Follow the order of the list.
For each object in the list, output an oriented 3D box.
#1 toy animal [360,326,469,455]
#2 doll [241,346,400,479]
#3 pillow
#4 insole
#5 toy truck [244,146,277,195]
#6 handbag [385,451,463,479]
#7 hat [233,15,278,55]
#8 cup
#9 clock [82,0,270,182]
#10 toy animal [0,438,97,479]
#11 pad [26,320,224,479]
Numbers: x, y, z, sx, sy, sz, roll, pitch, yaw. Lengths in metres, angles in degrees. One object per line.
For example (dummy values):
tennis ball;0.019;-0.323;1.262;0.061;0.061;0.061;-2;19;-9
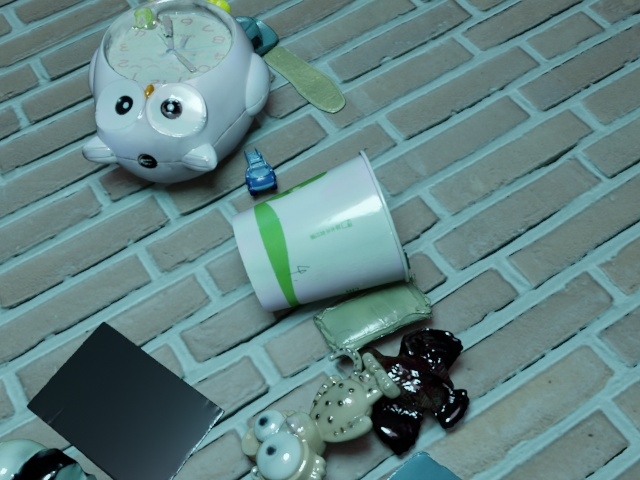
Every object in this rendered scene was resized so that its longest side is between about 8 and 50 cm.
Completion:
toy animal;0.147;0.244;1.232;0.179;0.116;0.218;19;78;48
doll;-0.003;0.292;1.166;0.278;0.119;0.154;-44;42;-8
pillow;0.097;0.131;1.299;0.208;0.053;0.119;-22;34;-9
insole;-0.035;-0.364;1.627;0.081;0.011;0.248;-40;65;-17
toy truck;-0.129;-0.142;1.482;0.063;0.074;0.136;-17;19;-8
handbag;0.123;0.430;1.091;0.221;0.057;0.144;-36;27;-17
hat;-0.191;-0.462;1.656;0.191;0.078;0.138;-34;60;-15
cup;0.000;0.000;1.298;0.274;0.253;0.253;-21;60;2
clock;-0.291;-0.277;1.460;0.368;0.250;0.377;5;54;6
toy animal;-0.452;0.397;1.144;0.179;0.166;0.138;8;32;21
pad;-0.342;0.294;1.271;0.300;0.005;0.202;30;67;19
